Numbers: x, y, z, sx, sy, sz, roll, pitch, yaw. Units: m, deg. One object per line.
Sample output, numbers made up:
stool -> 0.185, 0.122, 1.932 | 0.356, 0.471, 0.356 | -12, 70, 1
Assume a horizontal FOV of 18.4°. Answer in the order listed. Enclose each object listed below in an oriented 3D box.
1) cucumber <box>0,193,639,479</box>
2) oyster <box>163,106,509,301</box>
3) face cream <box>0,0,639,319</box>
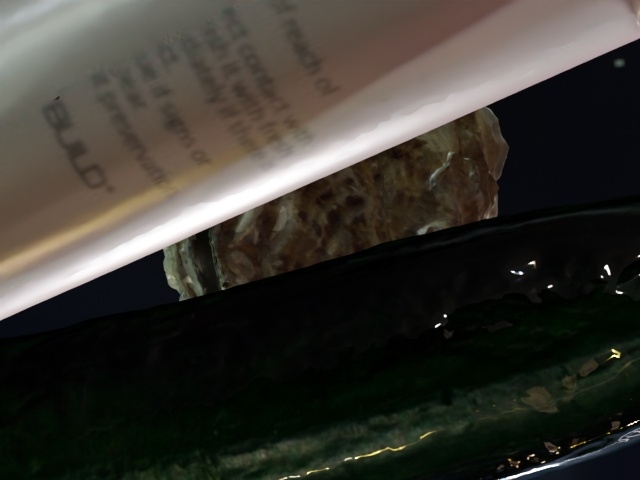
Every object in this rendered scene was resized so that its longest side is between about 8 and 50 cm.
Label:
cucumber -> -0.026, 0.036, 0.402 | 0.056, 0.284, 0.056 | 22, -119, -48
oyster -> 0.000, 0.000, 1.107 | 0.198, 0.112, 0.267 | 26, -101, -14
face cream -> 0.015, -0.070, 0.495 | 0.092, 0.311, 0.092 | 57, -161, -32
